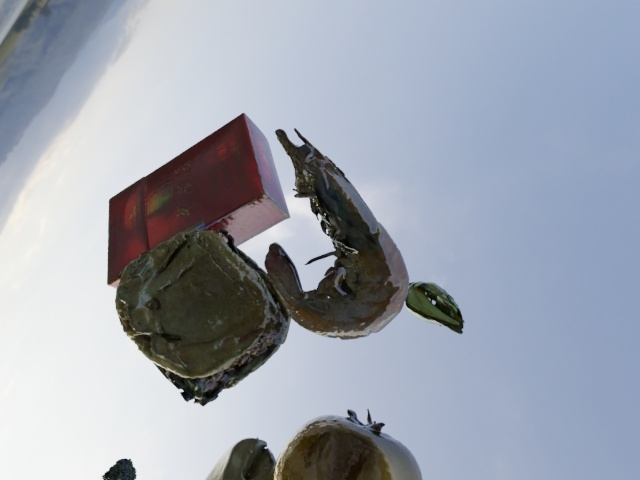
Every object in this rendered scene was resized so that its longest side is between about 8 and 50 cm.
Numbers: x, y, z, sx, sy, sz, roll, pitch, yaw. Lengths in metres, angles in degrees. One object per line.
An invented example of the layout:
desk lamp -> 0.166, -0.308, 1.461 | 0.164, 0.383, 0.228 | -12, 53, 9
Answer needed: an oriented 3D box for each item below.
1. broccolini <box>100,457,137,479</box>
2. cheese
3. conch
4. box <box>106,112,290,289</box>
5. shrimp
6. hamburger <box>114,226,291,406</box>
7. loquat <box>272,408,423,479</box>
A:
broccolini -> -0.252, 0.289, 0.510 | 0.140, 0.035, 0.030 | -44, -104, 10
cheese -> -0.147, 0.424, 0.769 | 0.202, 0.091, 0.175 | -61, -168, -30
conch -> 0.253, 0.144, 1.098 | 0.201, 0.080, 0.094 | 14, -64, 54
box -> -0.221, -0.057, 0.807 | 0.313, 0.089, 0.197 | -29, -126, 14
shrimp -> 0.000, 0.000, 0.514 | 0.144, 0.251, 0.052 | -30, -175, -3
hamburger -> -0.151, 0.090, 0.616 | 0.183, 0.206, 0.130 | -41, 179, -21
loquat -> 0.037, 0.341, 0.654 | 0.213, 0.213, 0.213 | -25, -131, 33
